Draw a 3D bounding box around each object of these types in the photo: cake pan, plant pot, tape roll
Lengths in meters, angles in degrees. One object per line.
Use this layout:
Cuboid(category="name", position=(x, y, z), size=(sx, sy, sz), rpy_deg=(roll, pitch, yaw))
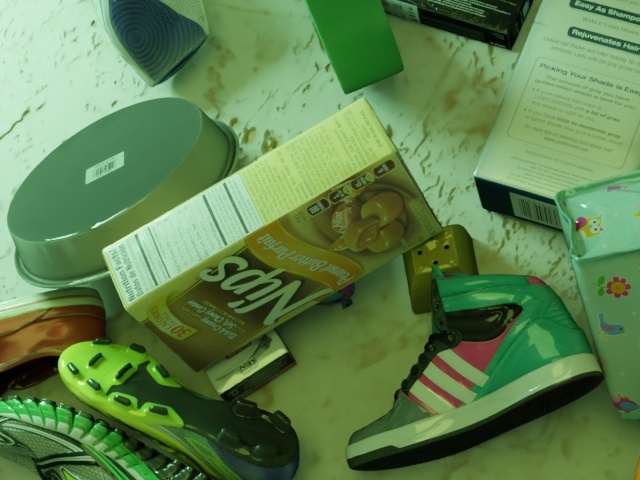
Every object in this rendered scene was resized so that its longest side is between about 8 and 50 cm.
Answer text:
Cuboid(category="cake pan", position=(-0.231, -0.063, 1.728), size=(0.293, 0.054, 0.293), rpy_deg=(-22, 32, 14))
Cuboid(category="plant pot", position=(0.130, 0.024, 1.689), size=(0.081, 0.083, 0.081), rpy_deg=(-12, 68, 6))
Cuboid(category="tape roll", position=(-0.002, -0.324, 1.719), size=(0.077, 0.321, 0.321), rpy_deg=(-22, 67, 3))

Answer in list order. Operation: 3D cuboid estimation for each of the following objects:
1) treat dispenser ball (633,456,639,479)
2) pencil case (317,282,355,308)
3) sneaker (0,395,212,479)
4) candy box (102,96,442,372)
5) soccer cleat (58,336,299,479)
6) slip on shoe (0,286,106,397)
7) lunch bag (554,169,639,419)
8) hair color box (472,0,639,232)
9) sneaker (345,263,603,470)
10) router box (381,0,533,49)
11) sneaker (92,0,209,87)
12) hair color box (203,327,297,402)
Cuboid(category="treat dispenser ball", position=(0.436, 0.256, 1.427), size=(0.288, 0.288, 0.288), rpy_deg=(-4, 69, 10))
Cuboid(category="pencil case", position=(0.000, 0.000, 1.736), size=(0.070, 0.064, 0.151), rpy_deg=(-19, 66, 22))
Cuboid(category="sneaker", position=(-0.234, 0.275, 1.644), size=(0.343, 0.134, 0.146), rpy_deg=(25, 77, 19))
Cuboid(category="candy box", position=(-0.046, 0.000, 1.607), size=(0.316, 0.183, 0.087), rpy_deg=(-31, 57, 5))
Cuboid(category="soccer cleat", position=(-0.160, 0.200, 1.661), size=(0.289, 0.121, 0.093), rpy_deg=(22, 45, 12))
Cuboid(category="slip on shoe", position=(-0.400, 0.144, 1.742), size=(0.331, 0.123, 0.101), rpy_deg=(-16, 71, 1))
Cuboid(category="lunch bag", position=(0.392, 0.036, 1.542), size=(0.262, 0.223, 0.160), rpy_deg=(-15, 32, 8))
Cuboid(category="hair color box", position=(0.314, -0.181, 1.717), size=(0.174, 0.105, 0.347), rpy_deg=(18, 75, 17))
Cuboid(category="sneaker", position=(0.134, 0.119, 1.604), size=(0.295, 0.124, 0.178), rpy_deg=(-27, 66, 24))
Cuboid(category="router box", position=(0.168, -0.316, 1.830), size=(0.179, 0.046, 0.133), rpy_deg=(20, 74, 18))
Cuboid(category="sneaker", position=(-0.259, -0.345, 1.892), size=(0.127, 0.182, 0.315), rpy_deg=(-38, 96, -2))
Cuboid(category="hair color box", position=(-0.110, 0.091, 1.731), size=(0.093, 0.053, 0.167), rpy_deg=(-32, 65, -1))
